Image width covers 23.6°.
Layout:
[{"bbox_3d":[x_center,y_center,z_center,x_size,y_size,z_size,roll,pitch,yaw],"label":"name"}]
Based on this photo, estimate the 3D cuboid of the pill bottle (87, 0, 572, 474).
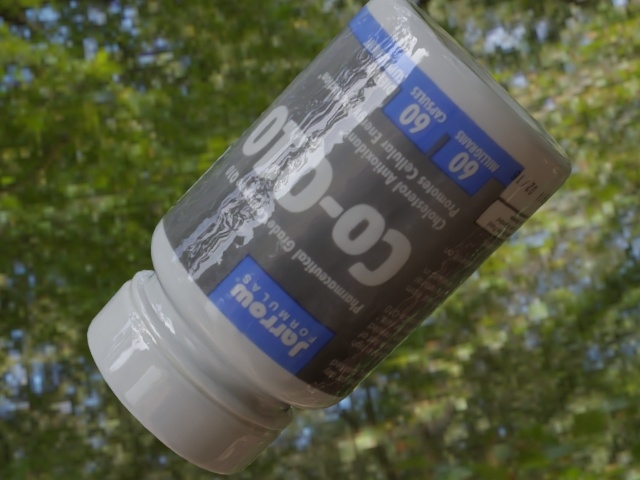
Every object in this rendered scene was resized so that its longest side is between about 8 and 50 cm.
[{"bbox_3d":[0.000,0.000,0.453,0.137,0.078,0.078,-46,-33,11],"label":"pill bottle"}]
